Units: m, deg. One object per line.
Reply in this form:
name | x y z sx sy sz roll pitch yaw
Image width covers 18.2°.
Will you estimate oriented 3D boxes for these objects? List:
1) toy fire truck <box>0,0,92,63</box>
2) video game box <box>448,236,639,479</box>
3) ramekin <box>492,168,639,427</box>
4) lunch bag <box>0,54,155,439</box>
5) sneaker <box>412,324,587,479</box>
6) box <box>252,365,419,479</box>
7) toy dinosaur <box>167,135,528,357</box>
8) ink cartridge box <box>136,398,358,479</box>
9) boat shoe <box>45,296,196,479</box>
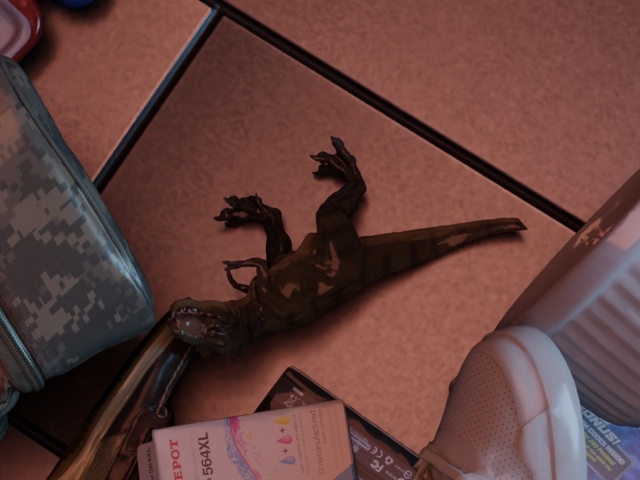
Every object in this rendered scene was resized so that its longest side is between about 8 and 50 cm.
toy fire truck | -0.294 -0.222 1.428 0.302 0.169 0.254 -46 104 -7
video game box | 0.225 0.109 1.379 0.187 0.048 0.205 -43 79 -9
ramekin | 0.218 0.024 1.275 0.109 0.207 0.207 43 83 1
lunch bag | -0.271 0.025 1.278 0.256 0.305 0.212 -32 103 -11
sneaker | 0.056 0.195 1.198 0.169 0.108 0.292 0 105 -32
box | 0.024 0.249 1.349 0.270 0.060 0.216 35 82 9
toy dinosaur | 0.000 0.000 1.400 0.268 0.064 0.118 -22 62 -19
ink cartridge box | -0.047 0.163 1.294 0.143 0.090 0.092 -9 77 0
boat shoe | -0.132 0.145 1.373 0.073 0.080 0.223 34 79 -3
